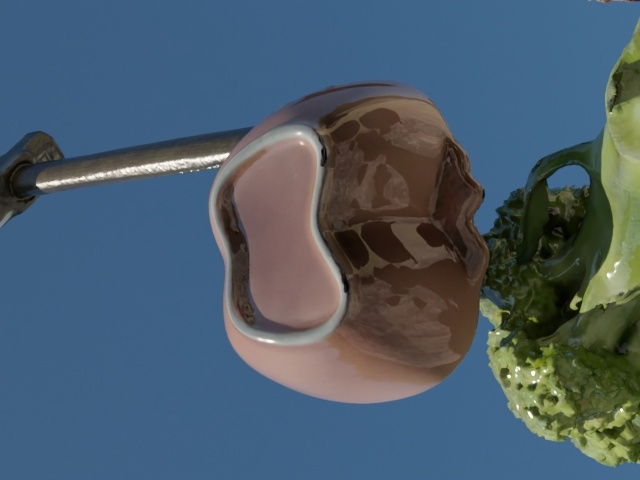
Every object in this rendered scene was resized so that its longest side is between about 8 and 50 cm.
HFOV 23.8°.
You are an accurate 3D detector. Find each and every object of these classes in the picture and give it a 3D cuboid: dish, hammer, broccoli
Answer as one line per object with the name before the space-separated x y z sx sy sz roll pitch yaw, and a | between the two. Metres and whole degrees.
dish | 0.000 0.000 0.944 0.090 0.213 0.213 6 -99 -51
hammer | -0.162 -0.061 1.233 0.111 0.365 0.043 -50 -60 -36
broccoli | 0.196 0.049 0.903 0.186 0.302 0.254 -35 -103 -9

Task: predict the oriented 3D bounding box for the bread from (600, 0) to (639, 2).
bread | 0.265 -0.262 1.317 0.192 0.067 0.119 76 -146 -61
